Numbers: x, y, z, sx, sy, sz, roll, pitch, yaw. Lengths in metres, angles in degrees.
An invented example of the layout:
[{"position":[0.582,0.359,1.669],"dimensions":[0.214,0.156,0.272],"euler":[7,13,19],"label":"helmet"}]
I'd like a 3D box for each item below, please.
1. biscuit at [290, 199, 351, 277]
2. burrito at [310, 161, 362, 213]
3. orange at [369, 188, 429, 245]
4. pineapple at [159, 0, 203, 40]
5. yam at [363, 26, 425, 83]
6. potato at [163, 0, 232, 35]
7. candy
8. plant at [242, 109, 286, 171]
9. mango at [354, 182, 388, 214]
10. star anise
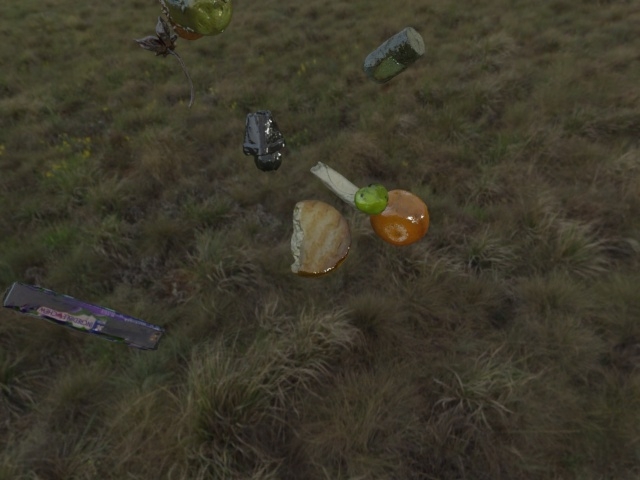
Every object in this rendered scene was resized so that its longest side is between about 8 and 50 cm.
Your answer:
[{"position":[0.000,0.000,1.491],"dimensions":[0.213,0.091,0.274],"euler":[9,71,-7],"label":"biscuit"},{"position":[0.082,-0.216,1.706],"dimensions":[0.275,0.059,0.082],"euler":[39,82,-4],"label":"burrito"},{"position":[0.294,-0.085,1.602],"dimensions":[0.224,0.224,0.170],"euler":[7,47,17],"label":"orange"},{"position":[-0.494,-0.831,1.465],"dimensions":[0.158,0.158,0.278],"euler":[-33,84,-32],"label":"pineapple"},{"position":[0.305,-0.749,1.736],"dimensions":[0.154,0.154,0.254],"euler":[-35,9,-34],"label":"yam"},{"position":[-0.353,-0.674,1.218],"dimensions":[0.248,0.169,0.143],"euler":[36,22,26],"label":"potato"},{"position":[-0.494,0.166,0.911],"dimensions":[0.088,0.312,0.061],"euler":[-16,53,51],"label":"candy"},{"position":[-0.241,-0.419,1.830],"dimensions":[0.142,0.256,0.164],"euler":[11,30,36],"label":"plant"},{"position":[0.147,-0.114,1.204],"dimensions":[0.091,0.074,0.165],"euler":[55,27,9],"label":"mango"},{"position":[-0.515,-0.609,1.484],"dimensions":[0.148,0.218,0.227],"euler":[-31,71,-31],"label":"star anise"}]
